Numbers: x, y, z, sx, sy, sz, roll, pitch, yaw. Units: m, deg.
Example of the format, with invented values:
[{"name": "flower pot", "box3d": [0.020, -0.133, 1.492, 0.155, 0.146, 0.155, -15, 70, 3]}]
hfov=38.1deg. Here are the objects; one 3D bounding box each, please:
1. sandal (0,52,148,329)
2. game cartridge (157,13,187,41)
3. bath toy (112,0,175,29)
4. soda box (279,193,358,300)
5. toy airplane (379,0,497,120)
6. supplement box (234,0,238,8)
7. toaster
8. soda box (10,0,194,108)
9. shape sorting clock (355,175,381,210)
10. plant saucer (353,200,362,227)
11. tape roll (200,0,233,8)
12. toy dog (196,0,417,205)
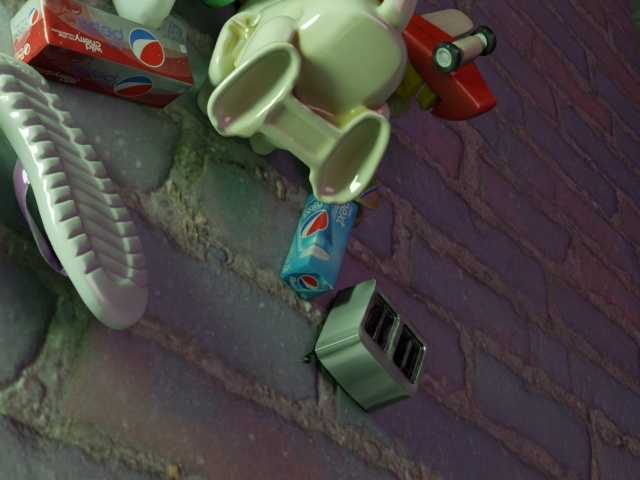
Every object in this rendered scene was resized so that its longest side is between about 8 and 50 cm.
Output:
[{"name": "sandal", "box3d": [-0.341, -0.054, 1.195, 0.416, 0.102, 0.169, 62, 19, 20]}, {"name": "game cartridge", "box3d": [-0.250, -0.338, 1.544, 0.056, 0.017, 0.083, 37, 43, -37]}, {"name": "bath toy", "box3d": [-0.327, -0.500, 1.453, 0.151, 0.129, 0.348, -31, 94, -55]}, {"name": "soda box", "box3d": [0.000, 0.000, 1.604, 0.071, 0.067, 0.210, 45, 39, -25]}, {"name": "toy airplane", "box3d": [0.150, -0.381, 1.909, 0.386, 0.272, 0.384, 8, 43, -8]}, {"name": "supplement box", "box3d": [-0.104, -0.456, 1.741, 0.083, 0.083, 0.056, 28, 50, -38]}, {"name": "toaster", "box3d": [0.083, 0.181, 1.559, 0.168, 0.110, 0.186, 49, 38, -19]}, {"name": "soda box", "box3d": [-0.315, -0.274, 1.364, 0.263, 0.083, 0.092, 8, 62, -48]}, {"name": "shape sorting clock", "box3d": [0.043, -0.141, 1.732, 0.206, 0.040, 0.206, 44, 23, -24]}, {"name": "plant saucer", "box3d": [0.055, -0.066, 1.758, 0.083, 0.015, 0.083, 29, 48, -38]}, {"name": "tape roll", "box3d": [-0.112, -0.542, 1.580, 0.077, 0.321, 0.321, 41, 41, -30]}, {"name": "toy dog", "box3d": [-0.039, -0.317, 1.518, 0.284, 0.395, 0.408, 23, 17, -25]}]
